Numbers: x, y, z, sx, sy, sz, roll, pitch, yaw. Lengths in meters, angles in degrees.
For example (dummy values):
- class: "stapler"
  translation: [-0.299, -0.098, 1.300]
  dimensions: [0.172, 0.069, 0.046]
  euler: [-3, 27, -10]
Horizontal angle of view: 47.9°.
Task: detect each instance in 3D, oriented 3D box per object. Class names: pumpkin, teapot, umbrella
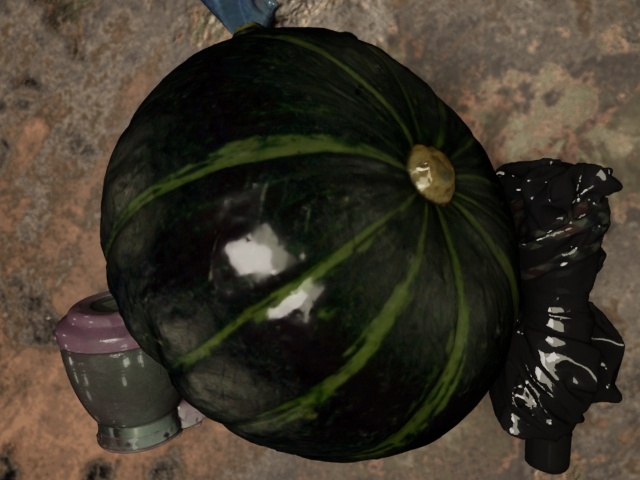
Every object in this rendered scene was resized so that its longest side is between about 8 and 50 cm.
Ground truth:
- class: "pumpkin"
  translation: [0.000, 0.000, 0.532]
  dimensions: [0.241, 0.323, 0.323]
  euler: [-28, 89, 33]
- class: "teapot"
  translation: [-0.164, 0.120, 0.677]
  dimensions: [0.116, 0.148, 0.145]
  euler: [8, 109, 42]
- class: "umbrella"
  translation: [0.202, 0.065, 0.618]
  dimensions: [0.110, 0.122, 0.272]
  euler: [3, 98, 40]

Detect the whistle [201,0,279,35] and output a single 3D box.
- class: "whistle"
  translation: [-0.151, -0.306, 0.661]
  dimensions: [0.062, 0.062, 0.304]
  euler: [-43, 88, 7]
